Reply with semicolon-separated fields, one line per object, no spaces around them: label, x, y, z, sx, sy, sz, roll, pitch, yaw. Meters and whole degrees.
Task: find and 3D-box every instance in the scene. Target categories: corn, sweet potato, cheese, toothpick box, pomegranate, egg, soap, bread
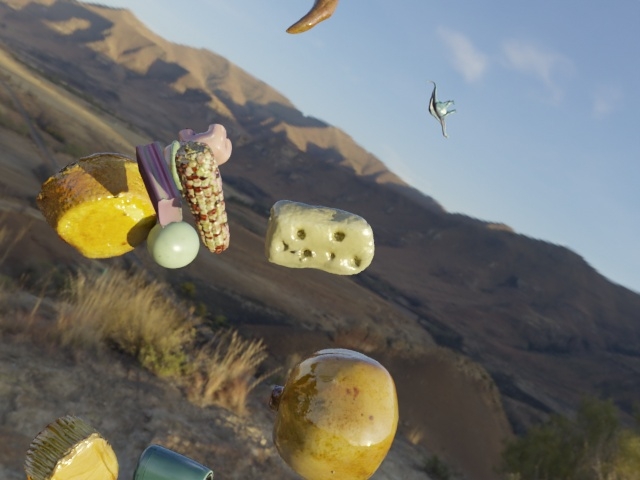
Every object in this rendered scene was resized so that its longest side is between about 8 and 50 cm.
corn;-0.260;-0.094;1.474;0.092;0.092;0.281;33;-38;37
sweet potato;0.004;-0.603;1.694;0.078;0.255;0.058;14;-36;28
cheese;0.000;0.001;1.574;0.262;0.159;0.093;8;30;-11
toothpick box;-0.368;0.598;1.668;0.184;0.120;0.120;15;1;13
pomegranate;0.030;0.512;1.915;0.416;0.417;0.416;30;4;-2
egg;-0.448;0.010;2.011;0.149;0.149;0.192;31;1;8
soap;-0.433;-0.153;1.774;0.203;0.065;0.122;61;-23;27
bread;-0.660;-0.093;2.001;0.358;0.336;0.204;57;10;-62
bread;-0.446;0.401;1.183;0.114;0.132;0.191;21;-44;29

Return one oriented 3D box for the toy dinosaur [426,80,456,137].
toy dinosaur;0.387;-0.423;2.116;0.045;0.080;0.197;-114;-178;-73

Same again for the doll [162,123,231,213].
doll;-0.409;-0.234;2.156;0.284;0.216;0.268;68;15;-52
